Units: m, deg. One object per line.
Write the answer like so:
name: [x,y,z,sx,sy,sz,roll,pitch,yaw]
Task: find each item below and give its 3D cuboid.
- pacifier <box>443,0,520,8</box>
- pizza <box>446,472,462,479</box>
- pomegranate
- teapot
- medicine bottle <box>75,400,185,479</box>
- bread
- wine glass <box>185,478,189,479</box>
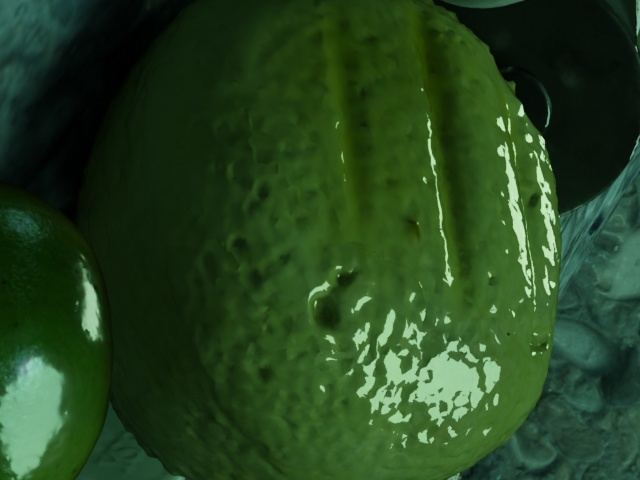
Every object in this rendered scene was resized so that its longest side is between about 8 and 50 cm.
pacifier: [0.076,-0.290,1.011,0.233,0.299,0.244,37,71,-34]
pizza: [0.095,0.016,1.622,0.435,0.080,0.391,-104,-159,-63]
pomegranate: [-0.195,0.048,0.805,0.210,0.180,0.180,11,110,-43]
teapot: [0.158,-0.165,1.323,0.337,0.200,0.270,-66,179,-67]
medicine bottle: [-0.170,0.199,1.181,0.135,0.135,0.168,-28,145,-65]
bread: [0.005,-0.005,1.068,0.320,0.320,0.237,-51,-178,-35]
wine glass: [-0.013,0.104,1.445,0.190,0.190,0.357,-21,134,-68]
